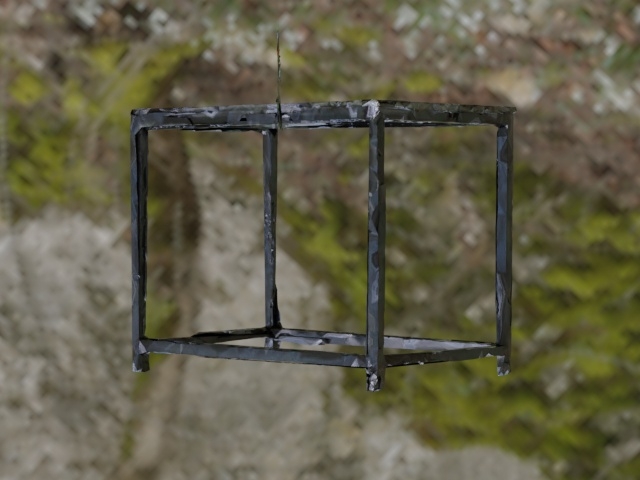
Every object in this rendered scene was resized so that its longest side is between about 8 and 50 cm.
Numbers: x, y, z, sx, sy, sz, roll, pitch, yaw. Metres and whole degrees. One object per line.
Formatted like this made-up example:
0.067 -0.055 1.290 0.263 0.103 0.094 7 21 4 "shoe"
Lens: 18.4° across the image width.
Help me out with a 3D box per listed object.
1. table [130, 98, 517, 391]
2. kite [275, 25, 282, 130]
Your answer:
0.000 0.000 1.996 0.335 0.272 0.222 2 -177 42 "table"
-0.039 -0.136 1.811 0.004 0.122 0.090 0 -132 1 "kite"
